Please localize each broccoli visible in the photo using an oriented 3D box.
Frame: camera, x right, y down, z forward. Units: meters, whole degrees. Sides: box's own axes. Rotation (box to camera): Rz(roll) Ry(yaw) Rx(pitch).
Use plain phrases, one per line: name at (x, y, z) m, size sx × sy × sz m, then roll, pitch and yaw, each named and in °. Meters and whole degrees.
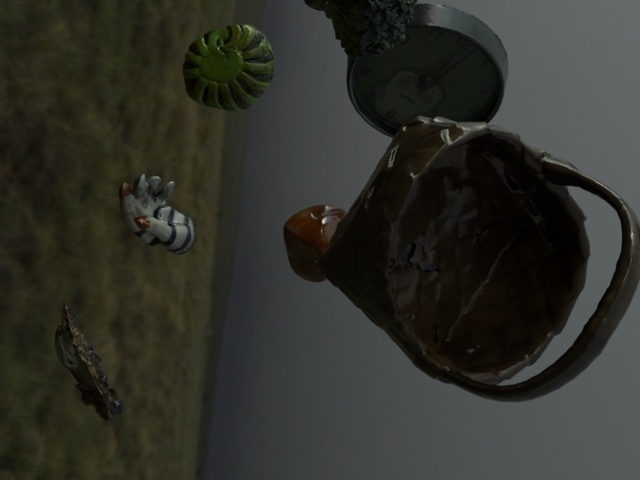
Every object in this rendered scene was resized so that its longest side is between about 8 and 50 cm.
broccoli at (0.016, -0.427, 1.452) m, size 0.145 × 0.304 × 0.165 m, roll -40°, pitch 155°, yaw -32°

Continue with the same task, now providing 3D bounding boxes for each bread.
bread at (-0.138, -0.256, 1.310) m, size 0.071 × 0.139 × 0.130 m, roll -11°, pitch 105°, yaw -81°

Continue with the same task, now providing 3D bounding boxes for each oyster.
oyster at (-0.251, 0.138, 0.964) m, size 0.029 × 0.086 × 0.132 m, roll -31°, pitch 132°, yaw -38°

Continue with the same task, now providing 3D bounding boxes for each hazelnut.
hazelnut at (0.000, 0.000, 1.749) m, size 0.150 × 0.150 × 0.150 m, roll -174°, pitch -90°, yaw -84°

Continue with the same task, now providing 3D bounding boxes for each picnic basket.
picnic basket at (0.210, 0.034, 0.991) m, size 0.293 × 0.337 × 0.337 m, roll -57°, pitch -176°, yaw -6°

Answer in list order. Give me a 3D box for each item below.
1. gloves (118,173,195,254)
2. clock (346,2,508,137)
gloves at (-0.380, -0.059, 2.011) m, size 0.131 × 0.218 × 0.140 m, roll -14°, pitch -129°, yaw 42°
clock at (0.206, -0.316, 1.735) m, size 0.319 × 0.318 × 0.066 m, roll 104°, pitch -3°, yaw -52°
